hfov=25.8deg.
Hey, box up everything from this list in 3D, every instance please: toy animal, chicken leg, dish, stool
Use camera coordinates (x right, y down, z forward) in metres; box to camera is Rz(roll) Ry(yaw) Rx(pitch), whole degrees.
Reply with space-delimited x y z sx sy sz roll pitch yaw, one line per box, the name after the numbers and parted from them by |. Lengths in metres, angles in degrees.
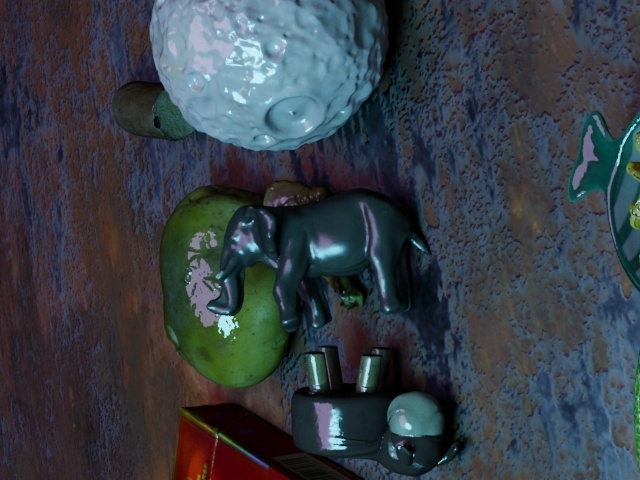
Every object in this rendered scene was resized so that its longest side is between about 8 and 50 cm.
-0.008 0.022 1.511 0.114 0.245 0.146 121 138 -85 | toy animal
0.000 0.000 1.591 0.093 0.070 0.178 -46 63 36 | chicken leg
0.323 -0.036 1.149 0.246 0.078 0.224 30 114 47 | dish
0.053 0.179 1.479 0.217 0.125 0.121 6 94 43 | stool

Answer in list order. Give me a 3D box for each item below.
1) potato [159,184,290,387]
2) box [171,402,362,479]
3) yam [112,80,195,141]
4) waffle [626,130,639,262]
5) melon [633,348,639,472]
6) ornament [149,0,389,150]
-0.115 0.054 1.674 0.197 0.149 0.228 17 104 38 | potato
-0.067 0.337 1.665 0.313 0.089 0.197 22 109 51 | box
-0.219 -0.173 1.858 0.127 0.084 0.084 8 98 54 | yam
0.310 -0.037 1.071 0.191 0.038 0.191 1 91 52 | waffle
0.316 0.142 1.190 0.114 0.053 0.261 -6 86 45 | melon
-0.054 -0.214 1.493 0.259 0.259 0.225 -53 42 39 | ornament
